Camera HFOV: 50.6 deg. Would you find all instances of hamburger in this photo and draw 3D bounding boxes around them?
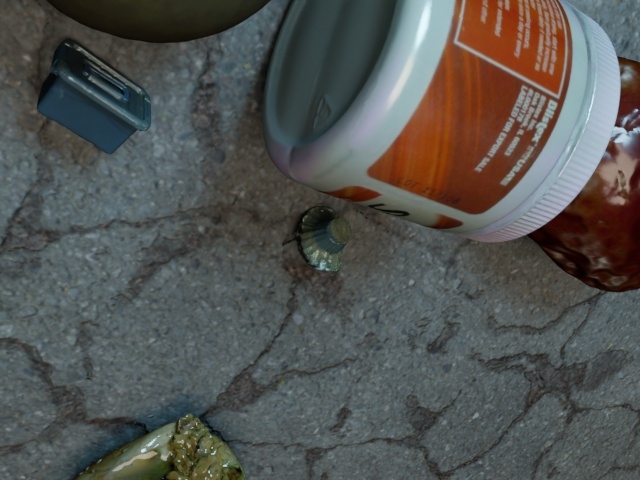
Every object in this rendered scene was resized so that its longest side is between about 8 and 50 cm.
[{"bbox_3d":[-0.208,0.358,0.882,0.243,0.146,0.285,8,122,-19],"label":"hamburger"}]

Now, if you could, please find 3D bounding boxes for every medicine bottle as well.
[{"bbox_3d":[0.102,-0.144,0.639,0.241,0.252,0.252,16,112,-28],"label":"medicine bottle"}]

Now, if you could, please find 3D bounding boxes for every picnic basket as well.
[{"bbox_3d":[0.000,0.000,0.806,0.065,0.083,0.083,10,159,-28],"label":"picnic basket"}]

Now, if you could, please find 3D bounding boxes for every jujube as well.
[{"bbox_3d":[0.342,-0.067,0.824,0.223,0.223,0.318,-38,133,2],"label":"jujube"}]

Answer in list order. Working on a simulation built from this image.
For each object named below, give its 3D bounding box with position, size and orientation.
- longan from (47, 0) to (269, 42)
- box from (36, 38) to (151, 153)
[{"bbox_3d":[-0.114,-0.265,0.504,0.248,0.248,0.248,-10,122,-17],"label":"longan"},{"bbox_3d":[-0.213,-0.130,0.634,0.054,0.074,0.099,-40,127,21],"label":"box"}]
